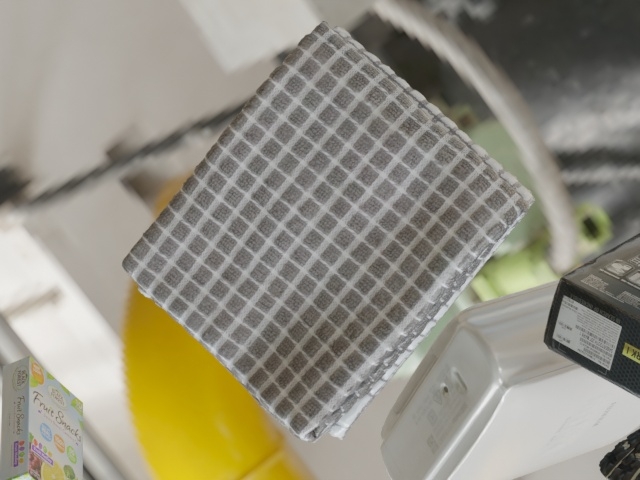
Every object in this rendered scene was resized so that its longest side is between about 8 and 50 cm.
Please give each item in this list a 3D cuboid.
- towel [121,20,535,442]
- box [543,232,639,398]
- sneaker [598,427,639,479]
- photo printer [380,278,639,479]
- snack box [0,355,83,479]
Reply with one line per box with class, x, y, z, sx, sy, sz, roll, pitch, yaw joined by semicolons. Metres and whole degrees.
towel;0.000;0.000;1.621;0.283;0.235;0.121;-51;175;12
box;0.290;0.067;1.286;0.233;0.059;0.183;29;-145;29
sneaker;0.325;0.220;1.632;0.110;0.122;0.283;-34;-165;-8
photo printer;0.232;0.127;1.901;0.308;0.107;0.256;-15;152;-30
snack box;-0.276;0.200;1.980;0.037;0.100;0.141;-21;-132;17
